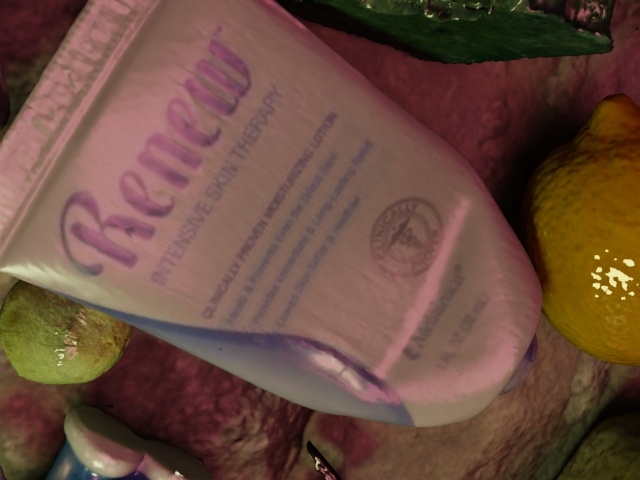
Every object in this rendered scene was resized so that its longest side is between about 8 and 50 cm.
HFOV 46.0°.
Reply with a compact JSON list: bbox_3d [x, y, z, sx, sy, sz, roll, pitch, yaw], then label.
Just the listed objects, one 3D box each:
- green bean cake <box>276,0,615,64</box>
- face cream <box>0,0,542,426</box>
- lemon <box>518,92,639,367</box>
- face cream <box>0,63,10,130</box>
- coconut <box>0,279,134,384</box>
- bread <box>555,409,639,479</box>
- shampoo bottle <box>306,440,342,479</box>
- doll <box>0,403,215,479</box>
[{"bbox_3d":[0.063,-0.180,0.465,0.194,0.208,0.107,12,99,-26],"label":"green bean cake"},{"bbox_3d":[0.000,0.000,0.527,0.420,0.137,0.234,32,91,-28],"label":"face cream"},{"bbox_3d":[0.253,0.002,0.608,0.187,0.187,0.244,-25,109,-13],"label":"lemon"},{"bbox_3d":[-0.318,-0.060,0.385,0.291,0.144,0.071,-13,105,-15],"label":"face cream"},{"bbox_3d":[-0.174,0.054,0.513,0.088,0.096,0.087,-8,100,-59],"label":"coconut"},{"bbox_3d":[0.370,0.286,0.718,0.395,0.239,0.263,10,98,-22],"label":"bread"},{"bbox_3d":[-0.061,0.310,0.643,0.153,0.071,0.284,37,87,-13],"label":"shampoo bottle"},{"bbox_3d":[-0.188,0.253,0.545,0.215,0.161,0.256,32,76,-13],"label":"doll"}]
